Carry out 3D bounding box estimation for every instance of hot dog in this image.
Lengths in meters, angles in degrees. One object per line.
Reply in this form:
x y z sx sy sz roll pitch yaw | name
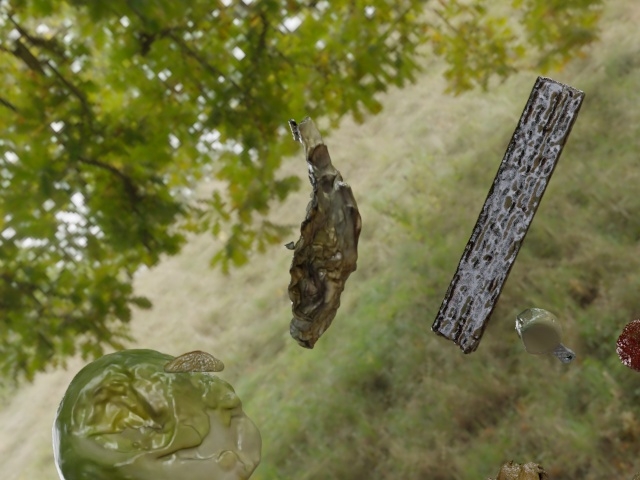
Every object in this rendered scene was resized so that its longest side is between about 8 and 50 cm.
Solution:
-0.187 0.180 1.580 0.090 0.034 0.030 0 -6 -11 | hot dog

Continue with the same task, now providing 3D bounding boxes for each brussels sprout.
-0.277 0.336 1.742 0.268 0.344 0.344 -57 2 -40 | brussels sprout

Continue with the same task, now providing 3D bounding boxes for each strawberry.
0.576 0.185 1.894 0.106 0.106 0.106 -42 -9 -8 | strawberry

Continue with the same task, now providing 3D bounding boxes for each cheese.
0.454 0.203 2.169 0.092 0.171 0.047 -20 39 17 | cheese

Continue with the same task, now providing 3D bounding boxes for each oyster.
0.003 -0.002 1.445 0.354 0.107 0.201 94 178 -49 | oyster

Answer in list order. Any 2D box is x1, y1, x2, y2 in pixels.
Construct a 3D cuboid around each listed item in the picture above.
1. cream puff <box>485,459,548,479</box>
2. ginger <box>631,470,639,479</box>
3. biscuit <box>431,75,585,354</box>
0.271 0.373 1.484 0.104 0.133 0.119 -6 31 7 | cream puff
0.602 0.389 1.688 0.219 0.123 0.270 -7 -27 6 | ginger
0.253 -0.032 1.449 0.107 0.073 0.388 14 -82 -79 | biscuit
